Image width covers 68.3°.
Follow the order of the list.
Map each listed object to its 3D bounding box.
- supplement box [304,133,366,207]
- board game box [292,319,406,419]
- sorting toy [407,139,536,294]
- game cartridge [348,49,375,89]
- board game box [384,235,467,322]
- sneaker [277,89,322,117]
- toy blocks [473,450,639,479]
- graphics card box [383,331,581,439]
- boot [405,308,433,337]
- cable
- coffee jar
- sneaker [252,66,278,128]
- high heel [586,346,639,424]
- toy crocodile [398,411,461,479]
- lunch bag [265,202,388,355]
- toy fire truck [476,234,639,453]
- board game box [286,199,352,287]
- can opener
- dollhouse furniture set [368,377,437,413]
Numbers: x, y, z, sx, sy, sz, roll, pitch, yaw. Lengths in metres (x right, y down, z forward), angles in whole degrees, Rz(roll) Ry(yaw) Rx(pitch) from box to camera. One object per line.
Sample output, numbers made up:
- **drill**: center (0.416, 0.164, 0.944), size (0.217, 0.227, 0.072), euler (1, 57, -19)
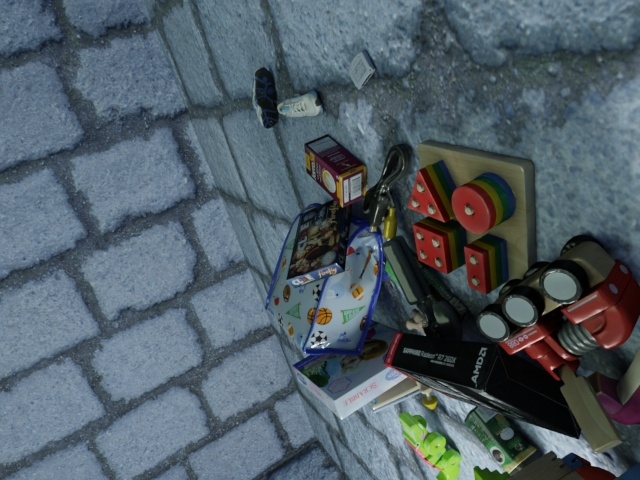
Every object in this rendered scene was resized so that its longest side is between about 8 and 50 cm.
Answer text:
- **supplement box**: center (0.038, -0.191, 1.275), size (0.188, 0.080, 0.104), euler (48, 154, 38)
- **board game box**: center (0.114, 0.369, 1.421), size (0.318, 0.318, 0.066), euler (7, 120, 65)
- **sorting toy**: center (0.266, -0.038, 0.889), size (0.257, 0.089, 0.256), euler (33, 143, 55)
- **game cartridge**: center (0.088, -0.374, 1.029), size (0.056, 0.017, 0.083), euler (60, 160, 1)
- **board game box**: center (0.257, 0.120, 1.190), size (0.260, 0.030, 0.136), euler (51, 158, 31)
- **sneaker**: center (-0.061, -0.368, 1.308), size (0.190, 0.082, 0.072), euler (20, 131, 60)
- **toy blocks**: center (0.485, 0.488, 0.778), size (0.381, 0.260, 0.191), euler (45, 155, 57)
- **graphics card box**: center (0.318, 0.286, 0.984), size (0.232, 0.094, 0.371), euler (29, 166, -13)
- **boot**: center (0.276, 0.235, 1.269), size (0.087, 0.042, 0.118), euler (43, 159, 28)
- **cable**: center (0.165, -0.123, 1.128), size (0.287, 0.072, 0.140), euler (104, 155, -43)
- **coffee jar**: center (0.431, 0.471, 1.109), size (0.184, 0.079, 0.096), euler (51, 154, 34)
- **sneaker**: center (-0.192, -0.462, 1.515), size (0.081, 0.080, 0.211), euler (47, 153, 30)
- **high heel**: center (0.502, 0.208, 0.676), size (0.117, 0.082, 0.244), euler (25, 137, -3)
- **toy crocodile**: center (0.331, 0.631, 1.437), size (0.341, 0.105, 0.115), euler (51, 169, -34)
- **lunch bag**: center (0.023, 0.099, 1.413), size (0.327, 0.238, 0.386), euler (27, 106, 57)
- **toy fire truck**: center (0.386, 0.155, 0.704), size (0.246, 0.158, 0.217), euler (49, 139, 11)
- **board game box**: center (0.000, 0.000, 1.278), size (0.165, 0.243, 0.042), euler (-22, 131, 32)
- **can opener**: center (0.241, 0.115, 1.110), size (0.093, 0.074, 0.281), euler (-33, 84, 34)
- **dollhouse furniture set**: center (0.185, 0.491, 1.436), size (0.303, 0.286, 0.198), euler (-144, 32, -73)
